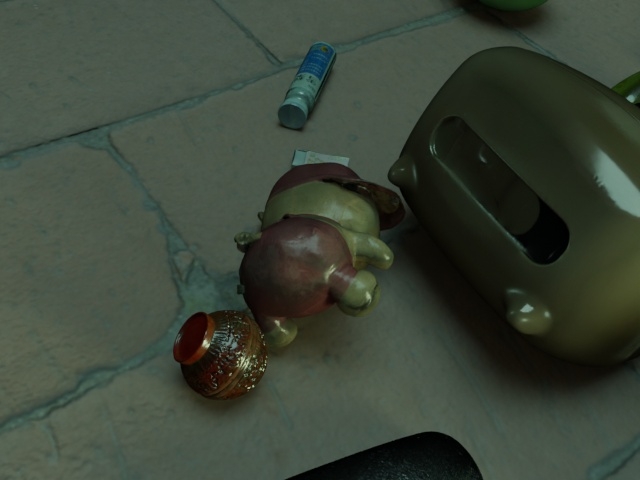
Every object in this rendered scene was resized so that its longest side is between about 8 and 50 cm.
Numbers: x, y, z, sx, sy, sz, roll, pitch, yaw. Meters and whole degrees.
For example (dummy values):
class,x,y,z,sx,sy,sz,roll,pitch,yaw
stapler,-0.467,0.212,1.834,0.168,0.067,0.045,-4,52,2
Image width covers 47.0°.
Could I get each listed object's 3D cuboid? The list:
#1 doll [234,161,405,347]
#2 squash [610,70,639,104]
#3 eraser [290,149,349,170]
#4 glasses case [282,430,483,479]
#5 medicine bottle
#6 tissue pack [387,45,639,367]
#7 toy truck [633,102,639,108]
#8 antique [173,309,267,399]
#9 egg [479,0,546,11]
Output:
class,x,y,z,sx,sy,sz,roll,pitch,yaw
doll,0.000,0.003,0.889,0.196,0.152,0.256,4,35,9
squash,0.507,-0.219,1.168,0.340,0.094,0.094,-33,57,-10
eraser,0.000,-0.111,1.086,0.083,0.019,0.038,9,48,1
glasses case,0.035,0.263,0.708,0.266,0.067,0.103,-13,52,-20
medicine bottle,-0.020,-0.256,1.197,0.051,0.051,0.191,16,46,7
tissue pack,0.275,-0.050,0.878,0.276,0.267,0.387,1,43,-42
toy truck,0.463,-0.091,1.020,0.224,0.165,0.147,33,30,31
antique,-0.104,0.124,0.800,0.104,0.104,0.104,4,47,-4
egg,0.366,-0.567,1.425,0.220,0.220,0.270,-12,51,-19
